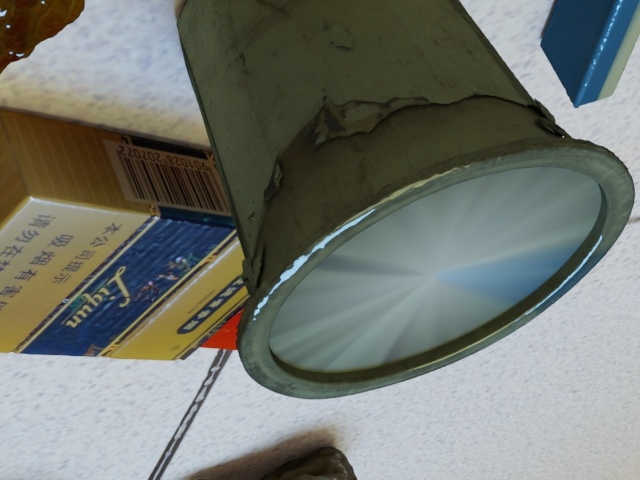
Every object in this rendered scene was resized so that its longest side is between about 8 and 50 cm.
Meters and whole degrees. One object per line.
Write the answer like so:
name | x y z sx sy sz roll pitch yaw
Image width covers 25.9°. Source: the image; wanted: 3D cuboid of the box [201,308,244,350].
box | 0.000 0.000 0.995 0.245 0.035 0.139 -40 152 28

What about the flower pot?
flower pot | 0.022 -0.057 0.715 0.212 0.203 0.212 -21 156 -10

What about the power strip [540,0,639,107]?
power strip | 0.173 -0.141 0.860 0.032 0.056 0.123 -16 153 -15

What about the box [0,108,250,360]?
box | -0.134 0.005 0.852 0.152 0.070 0.237 -41 148 29

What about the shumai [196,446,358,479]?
shumai | -0.050 0.278 1.395 0.185 0.218 0.184 34 119 -16

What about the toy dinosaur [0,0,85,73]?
toy dinosaur | -0.160 -0.110 0.583 0.432 0.097 0.208 -34 163 25
